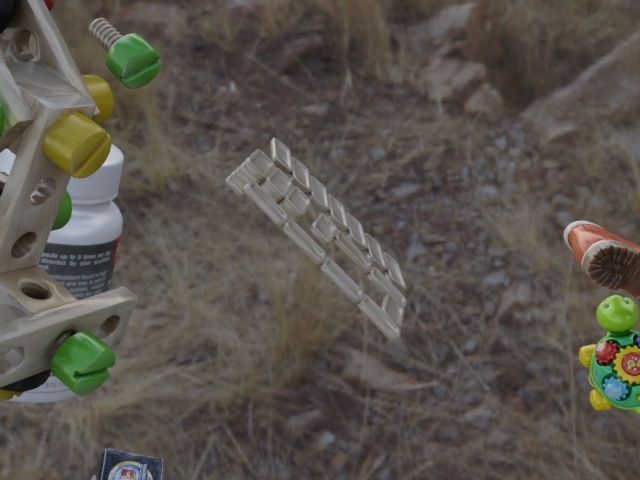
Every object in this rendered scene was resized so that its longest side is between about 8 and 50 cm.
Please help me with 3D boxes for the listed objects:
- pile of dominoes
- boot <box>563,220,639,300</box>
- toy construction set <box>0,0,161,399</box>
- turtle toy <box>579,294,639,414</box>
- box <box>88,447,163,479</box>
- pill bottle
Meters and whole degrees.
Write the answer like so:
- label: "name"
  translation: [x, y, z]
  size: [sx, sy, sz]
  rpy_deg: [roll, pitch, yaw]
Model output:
- label: "pile of dominoes"
  translation: [0.000, 0.000, 1.280]
  size: [0.040, 0.251, 0.196]
  rpy_deg: [-42, 6, 19]
- label: "boot"
  translation: [0.325, 0.025, 1.170]
  size: [0.059, 0.158, 0.084]
  rpy_deg: [-59, 26, 14]
- label: "toy construction set"
  translation: [-0.210, -0.034, 0.670]
  size: [0.257, 0.309, 0.237]
  rpy_deg: [-47, 67, 4]
- label: "turtle toy"
  translation: [0.331, 0.124, 1.212]
  size: [0.095, 0.066, 0.130]
  rpy_deg: [-13, 73, 4]
- label: "box"
  translation: [-0.221, 0.355, 1.075]
  size: [0.060, 0.270, 0.216]
  rpy_deg: [13, 53, -17]
- label: "pill bottle"
  translation: [-0.313, 0.024, 1.260]
  size: [0.161, 0.283, 0.161]
  rpy_deg: [14, 18, -5]
